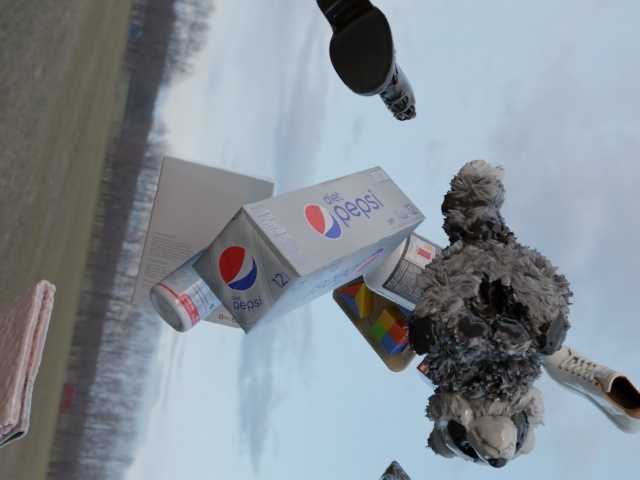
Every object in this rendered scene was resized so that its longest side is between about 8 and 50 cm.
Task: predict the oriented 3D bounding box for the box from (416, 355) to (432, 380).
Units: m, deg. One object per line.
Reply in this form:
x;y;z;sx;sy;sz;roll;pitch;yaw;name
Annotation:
0.297;0.267;1.834;0.159;0.044;0.233;-47;162;-6;box

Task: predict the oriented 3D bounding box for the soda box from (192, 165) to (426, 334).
0.000;0.000;0.842;0.098;0.091;0.286;-48;166;32;soda box

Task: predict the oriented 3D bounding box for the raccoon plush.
0.269;0.127;1.192;0.299;0.216;0.446;81;25;-43;raccoon plush

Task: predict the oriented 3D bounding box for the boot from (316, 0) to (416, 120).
0.092;-0.253;1.155;0.091;0.229;0.263;-25;-130;15;boot

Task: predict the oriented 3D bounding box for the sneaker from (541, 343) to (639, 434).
0.634;0.309;1.799;0.290;0.106;0.123;38;-29;32;sneaker

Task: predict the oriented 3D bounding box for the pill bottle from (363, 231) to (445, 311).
0.195;0.063;1.722;0.162;0.278;0.162;-58;-169;18;pill bottle

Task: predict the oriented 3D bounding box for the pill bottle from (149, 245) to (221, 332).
-0.180;0.065;1.222;0.160;0.087;0.087;-40;175;-29;pill bottle

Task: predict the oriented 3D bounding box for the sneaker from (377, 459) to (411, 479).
0.162;0.645;1.987;0.130;0.286;0.109;-40;-108;10;sneaker

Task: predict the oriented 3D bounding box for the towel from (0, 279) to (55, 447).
-0.610;0.266;1.405;0.332;0.053;0.317;-33;-140;24;towel

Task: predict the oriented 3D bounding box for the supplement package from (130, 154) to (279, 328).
-0.201;-0.005;1.421;0.198;0.199;0.262;-99;-157;-84;supplement package

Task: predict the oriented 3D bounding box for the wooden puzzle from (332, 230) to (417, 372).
0.187;0.144;2.125;0.322;0.081;0.347;51;-52;26;wooden puzzle
